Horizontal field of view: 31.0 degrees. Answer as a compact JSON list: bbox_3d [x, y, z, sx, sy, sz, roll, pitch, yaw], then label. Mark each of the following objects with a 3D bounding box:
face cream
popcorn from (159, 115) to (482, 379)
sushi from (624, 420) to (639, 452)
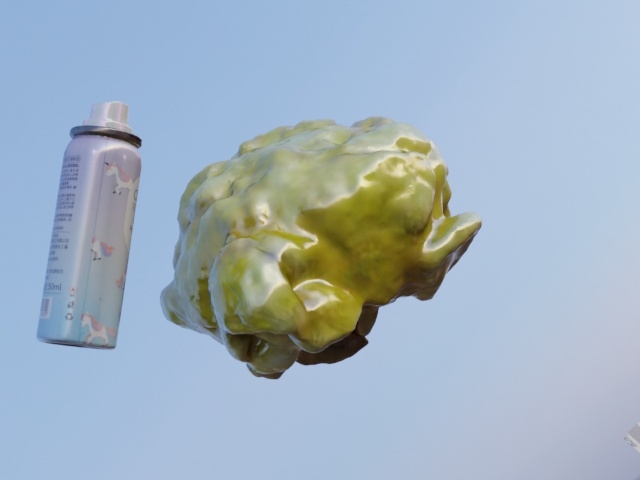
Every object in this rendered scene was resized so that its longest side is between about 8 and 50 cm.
[{"bbox_3d":[-0.210,-0.016,1.068,0.075,0.075,0.229,29,-114,-71],"label":"face cream"},{"bbox_3d":[-0.010,-0.008,1.275,0.334,0.293,0.292,-47,-10,-16],"label":"popcorn"},{"bbox_3d":[0.295,0.202,0.829,0.040,0.193,0.210,-54,-22,14],"label":"sushi"}]
